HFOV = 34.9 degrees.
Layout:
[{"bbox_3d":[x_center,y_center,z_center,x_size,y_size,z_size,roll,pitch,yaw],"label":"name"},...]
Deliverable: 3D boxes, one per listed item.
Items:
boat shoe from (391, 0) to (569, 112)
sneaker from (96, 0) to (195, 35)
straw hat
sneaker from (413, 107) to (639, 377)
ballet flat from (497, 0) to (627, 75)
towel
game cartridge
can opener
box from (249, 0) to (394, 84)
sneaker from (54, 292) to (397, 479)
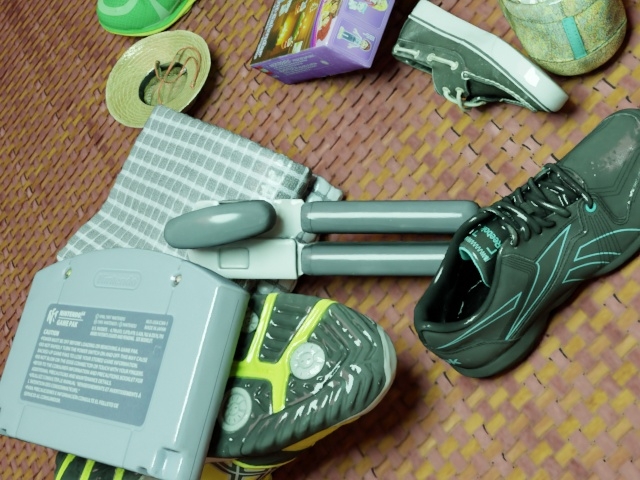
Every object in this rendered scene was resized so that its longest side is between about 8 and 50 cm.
[{"bbox_3d":[0.143,-0.155,0.947,0.070,0.078,0.219,-55,39,8],"label":"boat shoe"},{"bbox_3d":[-0.186,-0.354,1.280,0.296,0.123,0.109,-20,61,35],"label":"sneaker"},{"bbox_3d":[-0.186,-0.185,1.251,0.145,0.061,0.144,-9,64,20],"label":"straw hat"},{"bbox_3d":[0.179,0.000,0.825,0.267,0.106,0.101,-53,46,8],"label":"sneaker"},{"bbox_3d":[0.185,-0.306,0.940,0.123,0.123,0.348,-32,53,27],"label":"ballet flat"},{"bbox_3d":[-0.141,-0.011,1.096,0.284,0.121,0.235,25,89,44],"label":"towel"},{"bbox_3d":[-0.188,0.104,0.936,0.294,0.060,0.196,1,75,44],"label":"game cartridge"},{"bbox_3d":[0.000,0.000,0.915,0.284,0.095,0.075,0,94,17],"label":"can opener"},{"bbox_3d":[0.033,-0.316,1.074,0.201,0.057,0.293,7,76,64],"label":"box"},{"bbox_3d":[-0.079,0.163,0.950,0.385,0.147,0.145,-27,54,32],"label":"sneaker"}]
